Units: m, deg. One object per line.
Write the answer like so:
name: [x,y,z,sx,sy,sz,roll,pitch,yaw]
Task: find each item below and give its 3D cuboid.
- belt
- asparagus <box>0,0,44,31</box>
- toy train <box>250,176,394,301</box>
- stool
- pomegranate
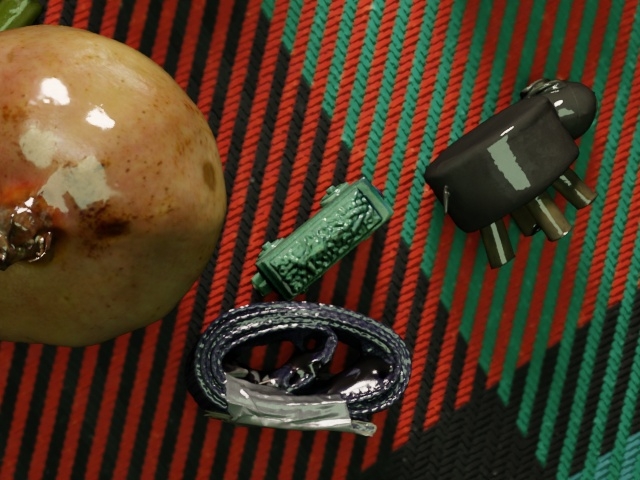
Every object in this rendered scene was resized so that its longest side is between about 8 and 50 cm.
belt: [-0.026,0.139,1.895,0.230,0.126,0.140,3,80,-9]
asparagus: [-0.355,-0.187,1.868,0.178,0.041,0.045,-53,144,-4]
toy train: [0.000,0.000,1.907,0.172,0.099,0.070,-40,96,-6]
stool: [0.224,-0.078,1.914,0.228,0.153,0.139,-36,98,-7]
pomegranate: [-0.262,-0.048,1.748,0.338,0.338,0.338,0,93,-10]
